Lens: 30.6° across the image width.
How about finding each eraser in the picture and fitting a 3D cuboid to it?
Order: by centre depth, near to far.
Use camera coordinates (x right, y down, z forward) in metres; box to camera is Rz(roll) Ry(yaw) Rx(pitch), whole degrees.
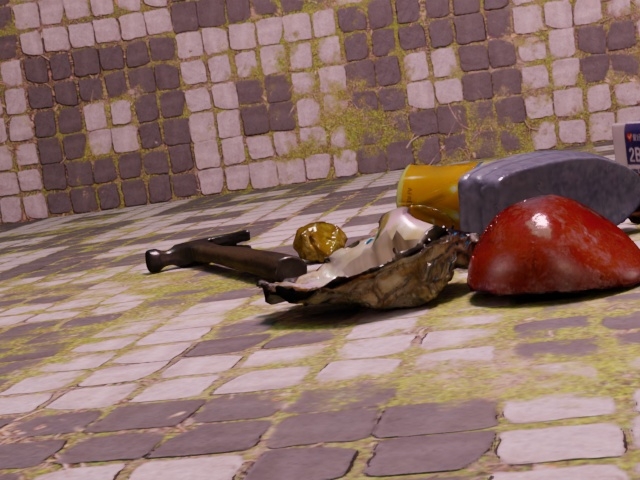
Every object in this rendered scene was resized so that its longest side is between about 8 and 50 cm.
[{"bbox_3d":[0.558,-0.139,1.928,0.068,0.124,0.210,-11,7,-13],"label":"eraser"}]

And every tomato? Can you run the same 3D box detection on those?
[{"bbox_3d":[0.247,0.002,1.240,0.189,0.099,0.173,-5,6,16],"label":"tomato"}]

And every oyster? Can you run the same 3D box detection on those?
[{"bbox_3d":[0.063,0.031,1.320,0.260,0.092,0.198,-24,11,-19],"label":"oyster"}]

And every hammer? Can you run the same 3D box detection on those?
[{"bbox_3d":[-0.127,0.029,1.737,0.168,0.044,0.440,-13,8,-22],"label":"hammer"}]

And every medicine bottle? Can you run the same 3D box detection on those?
[{"bbox_3d":[0.233,-0.056,1.671,0.239,0.124,0.124,-3,9,36],"label":"medicine bottle"}]

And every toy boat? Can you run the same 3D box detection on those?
[{"bbox_3d":[0.305,-0.054,1.513,0.283,0.127,0.078,-10,7,-30],"label":"toy boat"}]

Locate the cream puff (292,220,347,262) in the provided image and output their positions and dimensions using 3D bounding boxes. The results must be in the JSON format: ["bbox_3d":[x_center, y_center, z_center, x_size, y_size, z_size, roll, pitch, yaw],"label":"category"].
[{"bbox_3d":[0.000,0.000,1.740,0.083,0.058,0.083,-9,8,-21],"label":"cream puff"}]

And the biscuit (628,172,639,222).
[{"bbox_3d":[0.538,-0.068,1.588,0.252,0.070,0.106,-3,8,42],"label":"biscuit"}]
